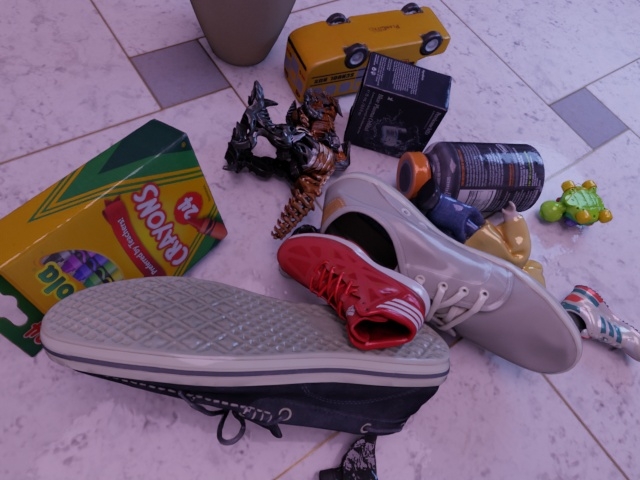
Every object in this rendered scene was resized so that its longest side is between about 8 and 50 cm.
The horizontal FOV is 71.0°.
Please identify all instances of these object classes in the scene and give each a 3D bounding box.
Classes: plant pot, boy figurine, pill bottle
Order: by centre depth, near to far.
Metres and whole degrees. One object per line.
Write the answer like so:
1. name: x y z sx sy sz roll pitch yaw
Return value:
1. boy figurine: 0.273 0.012 0.748 0.285 0.177 0.092 32 32 -8
2. pill bottle: 0.267 -0.116 0.826 0.245 0.130 0.131 -1 63 -13
3. plant pot: -0.149 -0.482 0.850 0.256 0.274 0.257 5 61 -9

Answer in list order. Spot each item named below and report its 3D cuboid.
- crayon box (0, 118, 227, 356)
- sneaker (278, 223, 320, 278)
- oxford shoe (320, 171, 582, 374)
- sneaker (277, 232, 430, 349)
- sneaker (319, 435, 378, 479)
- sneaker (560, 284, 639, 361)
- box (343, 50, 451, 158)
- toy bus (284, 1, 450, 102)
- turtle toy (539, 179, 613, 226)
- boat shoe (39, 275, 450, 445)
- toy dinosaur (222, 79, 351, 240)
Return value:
1. crayon box: -0.285 0.011 0.601 0.081 0.202 0.318 28 59 28
2. sneaker: 0.001 0.001 0.735 0.152 0.085 0.058 -28 71 -24
3. oxford shoe: 0.176 0.070 0.669 0.449 0.169 0.130 36 42 2
4. sneaker: 0.029 0.059 0.568 0.221 0.087 0.128 19 17 13
5. sneaker: 0.051 0.350 0.581 0.089 0.051 0.170 -9 61 -11
6. sneaker: 0.484 0.158 0.777 0.075 0.057 0.161 -39 76 -9
7. box: 0.142 -0.248 0.854 0.158 0.156 0.093 15 61 -4
8. toy bus: 0.099 -0.392 0.936 0.332 0.130 0.108 -18 67 -20
9. turtle toy: 0.497 -0.065 0.883 0.130 0.066 0.095 -3 61 -12
10. boat shoe: -0.076 0.159 0.566 0.499 0.156 0.187 11 21 -17
11. toy dinosaur: -0.042 -0.158 0.783 0.218 0.164 0.322 21 37 -19
